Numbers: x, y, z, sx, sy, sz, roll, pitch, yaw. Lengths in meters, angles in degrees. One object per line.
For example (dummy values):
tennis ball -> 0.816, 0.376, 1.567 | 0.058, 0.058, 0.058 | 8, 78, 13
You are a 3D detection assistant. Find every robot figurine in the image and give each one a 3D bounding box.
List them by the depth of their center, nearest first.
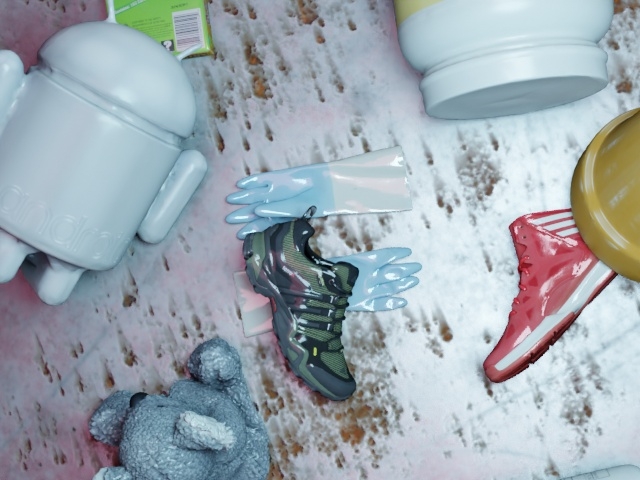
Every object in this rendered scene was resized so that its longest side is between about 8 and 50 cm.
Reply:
robot figurine -> -0.275, -0.104, 1.395 | 0.200, 0.300, 0.353 | 34, 97, 53

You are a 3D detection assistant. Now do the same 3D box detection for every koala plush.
koala plush -> -0.159, 0.235, 1.348 | 0.196, 0.221, 0.203 | -30, 83, 4

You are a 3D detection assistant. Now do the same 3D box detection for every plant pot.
plant pot -> 0.392, -0.075, 1.285 | 0.205, 0.188, 0.205 | 1, 70, -3

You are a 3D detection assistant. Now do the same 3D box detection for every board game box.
board game box -> -0.211, -0.350, 1.493 | 0.124, 0.039, 0.259 | -8, 87, 7

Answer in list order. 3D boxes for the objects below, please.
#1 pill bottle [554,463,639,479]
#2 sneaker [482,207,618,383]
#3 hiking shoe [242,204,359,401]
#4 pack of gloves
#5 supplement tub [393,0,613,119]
pill bottle -> 0.321, 0.319, 1.322 | 0.229, 0.131, 0.131 | -15, 84, 7
sneaker -> 0.242, 0.054, 1.388 | 0.221, 0.087, 0.128 | -43, 73, -9
hiking shoe -> 0.000, 0.077, 1.389 | 0.114, 0.086, 0.226 | -26, 95, 14
pack of gloves -> 0.000, 0.000, 1.433 | 0.232, 0.046, 0.195 | -11, 84, 7
supplement tub -> 0.193, -0.318, 1.332 | 0.241, 0.241, 0.331 | -9, 84, 7
